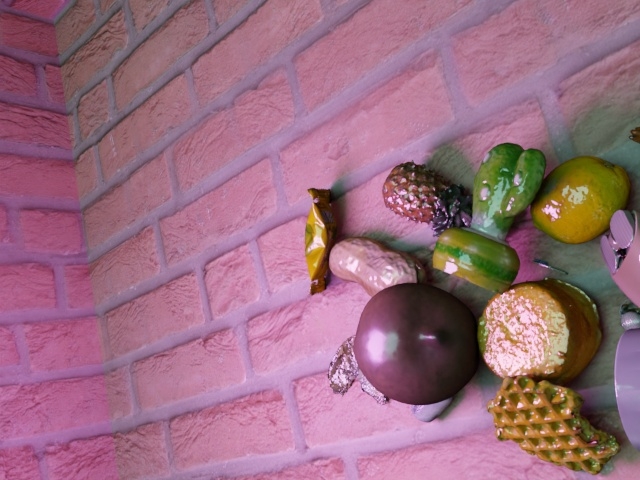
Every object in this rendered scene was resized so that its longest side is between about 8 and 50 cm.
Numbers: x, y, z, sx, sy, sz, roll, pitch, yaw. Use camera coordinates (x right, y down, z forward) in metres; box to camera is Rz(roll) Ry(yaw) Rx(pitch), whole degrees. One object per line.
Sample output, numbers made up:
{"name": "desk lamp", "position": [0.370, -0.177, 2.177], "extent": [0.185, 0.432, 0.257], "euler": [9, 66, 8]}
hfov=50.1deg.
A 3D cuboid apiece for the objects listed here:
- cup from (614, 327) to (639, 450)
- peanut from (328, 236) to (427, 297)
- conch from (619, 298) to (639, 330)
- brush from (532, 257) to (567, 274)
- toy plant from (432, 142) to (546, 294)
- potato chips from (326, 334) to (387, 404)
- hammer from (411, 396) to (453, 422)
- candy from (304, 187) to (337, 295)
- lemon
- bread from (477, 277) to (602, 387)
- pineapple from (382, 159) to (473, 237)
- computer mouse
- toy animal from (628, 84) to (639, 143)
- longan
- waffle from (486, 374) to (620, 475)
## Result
{"name": "cup", "position": [0.739, 0.297, 1.210], "extent": [0.326, 0.237, 0.323], "euler": [-11, 110, 41]}
{"name": "peanut", "position": [0.142, 0.073, 1.805], "extent": [0.313, 0.149, 0.149], "euler": [25, 105, 40]}
{"name": "conch", "position": [0.651, 0.153, 1.391], "extent": [0.085, 0.056, 0.076], "euler": [-16, 57, 21]}
{"name": "brush", "position": [0.517, 0.058, 1.541], "extent": [0.083, 0.016, 0.013], "euler": [25, 93, 40]}
{"name": "toy plant", "position": [0.373, -0.057, 1.478], "extent": [0.224, 0.184, 0.316], "euler": [-144, 76, -75]}
{"name": "potato chips", "position": [0.108, 0.360, 1.896], "extent": [0.219, 0.029, 0.202], "euler": [-18, 76, 37]}
{"name": "hammer", "position": [0.252, 0.360, 1.744], "extent": [0.116, 0.069, 0.194], "euler": [-55, 47, 26]}
{"name": "candy", "position": [0.000, 0.000, 1.915], "extent": [0.081, 0.187, 0.297], "euler": [-1, 91, 15]}
{"name": "lemon", "position": [0.541, -0.083, 1.429], "extent": [0.207, 0.170, 0.170], "euler": [-50, 57, 33]}
{"name": "bread", "position": [0.470, 0.200, 1.495], "extent": [0.268, 0.145, 0.269], "euler": [-7, 80, 43]}
{"name": "pineapple", "position": [0.308, -0.088, 1.666], "extent": [0.310, 0.141, 0.170], "euler": [30, 84, 26]}
{"name": "computer mouse", "position": [0.621, 0.050, 1.298], "extent": [0.145, 0.081, 0.237], "euler": [96, 155, -46]}
{"name": "toy animal", "position": [0.758, -0.220, 1.297], "extent": [0.302, 0.225, 0.284], "euler": [-22, 94, 53]}
{"name": "longan", "position": [0.227, 0.242, 1.603], "extent": [0.297, 0.297, 0.298], "euler": [-2, 87, 42]}
{"name": "waffle", "position": [0.486, 0.389, 1.444], "extent": [0.291, 0.051, 0.291], "euler": [24, 140, 22]}
